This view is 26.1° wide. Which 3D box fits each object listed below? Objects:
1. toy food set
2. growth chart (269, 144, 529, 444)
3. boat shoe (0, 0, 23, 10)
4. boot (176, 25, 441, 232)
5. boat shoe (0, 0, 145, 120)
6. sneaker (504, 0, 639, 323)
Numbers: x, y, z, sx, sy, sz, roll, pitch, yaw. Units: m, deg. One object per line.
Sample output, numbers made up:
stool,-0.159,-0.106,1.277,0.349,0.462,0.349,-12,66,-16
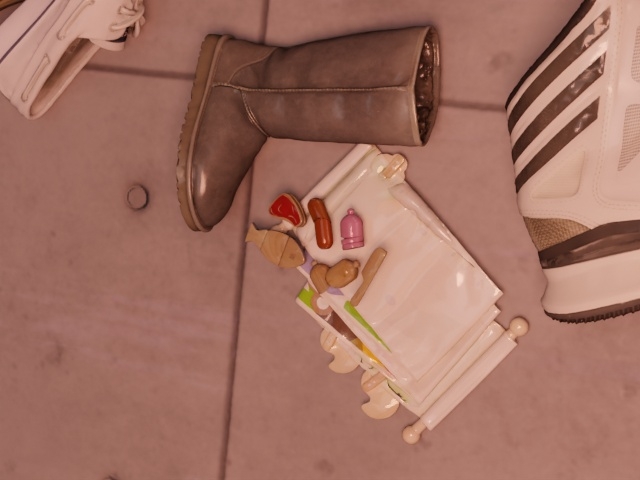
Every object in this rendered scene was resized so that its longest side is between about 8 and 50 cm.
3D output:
toy food set,0.000,0.000,1.173,0.122,0.019,0.078,35,107,22
growth chart,0.059,0.040,1.174,0.172,0.021,0.237,-39,81,19
boat shoe,-0.362,-0.236,1.254,0.324,0.120,0.123,-29,84,20
boot,-0.009,-0.091,1.155,0.208,0.076,0.190,7,88,17
boat shoe,-0.194,-0.206,1.219,0.258,0.095,0.084,-39,85,29
sneaker,0.334,-0.115,0.981,0.447,0.169,0.258,-17,90,23
